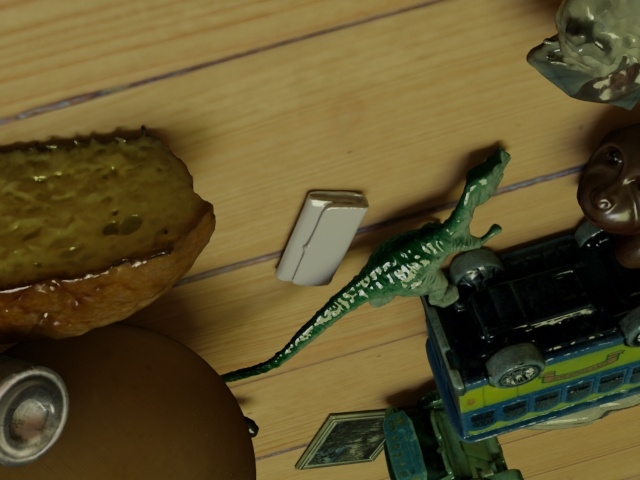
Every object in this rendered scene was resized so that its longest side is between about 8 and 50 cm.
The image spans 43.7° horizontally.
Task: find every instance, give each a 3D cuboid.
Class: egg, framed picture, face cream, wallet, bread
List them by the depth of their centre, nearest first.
[{"bbox_3d":[-0.211,0.010,0.600,0.260,0.129,0.134,-6,145,-12],"label":"bread"},{"bbox_3d":[-0.316,0.109,0.629,0.284,0.073,0.073,6,159,34],"label":"face cream"},{"bbox_3d":[-0.220,0.242,0.760,0.301,0.301,0.374,2,144,-24],"label":"egg"},{"bbox_3d":[0.000,0.000,0.760,0.061,0.025,0.122,5,140,-18],"label":"wallet"},{"bbox_3d":[0.051,0.303,1.208,0.142,0.011,0.183,0,141,-23],"label":"framed picture"}]

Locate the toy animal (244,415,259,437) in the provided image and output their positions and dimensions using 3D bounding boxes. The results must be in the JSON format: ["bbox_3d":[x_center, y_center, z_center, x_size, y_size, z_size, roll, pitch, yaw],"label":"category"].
[{"bbox_3d":[-0.190,0.284,1.014,0.121,0.093,0.225,28,135,-33],"label":"toy animal"}]

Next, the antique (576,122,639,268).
[{"bbox_3d":[0.352,-0.064,0.735,0.257,0.121,0.143,-10,137,-10],"label":"antique"}]

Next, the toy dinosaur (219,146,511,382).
[{"bbox_3d":[0.062,0.060,0.803,0.383,0.076,0.129,-46,139,17],"label":"toy dinosaur"}]

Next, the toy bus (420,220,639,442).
[{"bbox_3d":[0.276,0.092,0.888,0.312,0.152,0.190,-17,144,1],"label":"toy bus"}]

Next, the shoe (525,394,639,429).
[{"bbox_3d":[0.373,0.167,1.062,0.342,0.132,0.210,-14,149,3],"label":"shoe"}]

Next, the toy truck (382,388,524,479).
[{"bbox_3d":[0.187,0.322,1.156,0.156,0.155,0.279,-29,148,22],"label":"toy truck"}]

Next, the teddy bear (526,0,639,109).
[{"bbox_3d":[0.211,-0.265,0.416,0.327,0.375,0.362,-17,-173,0],"label":"teddy bear"}]
